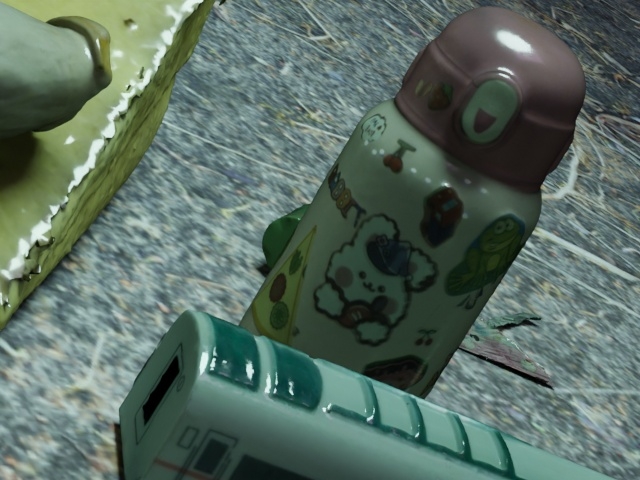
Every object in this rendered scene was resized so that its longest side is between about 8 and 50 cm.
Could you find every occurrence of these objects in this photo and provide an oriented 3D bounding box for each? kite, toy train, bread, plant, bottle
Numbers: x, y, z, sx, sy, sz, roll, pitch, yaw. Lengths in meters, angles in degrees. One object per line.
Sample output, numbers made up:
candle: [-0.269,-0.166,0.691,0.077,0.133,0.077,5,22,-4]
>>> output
kite: [0.119,0.061,1.262,0.139,0.011,0.157,43,25,24]
toy train: [0.097,0.148,0.910,0.407,0.088,0.086,24,21,-20]
bread: [-0.231,-0.161,1.013,0.346,0.242,0.405,29,16,4]
plant: [0.000,0.000,1.180,0.051,0.051,0.102,37,17,18]
bottle: [0.055,-0.012,0.988,0.120,0.253,0.120,26,21,-11]

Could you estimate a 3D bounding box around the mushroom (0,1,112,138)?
mushroom: [-0.262,-0.078,0.829,0.351,0.109,0.097,-5,69,-28]
